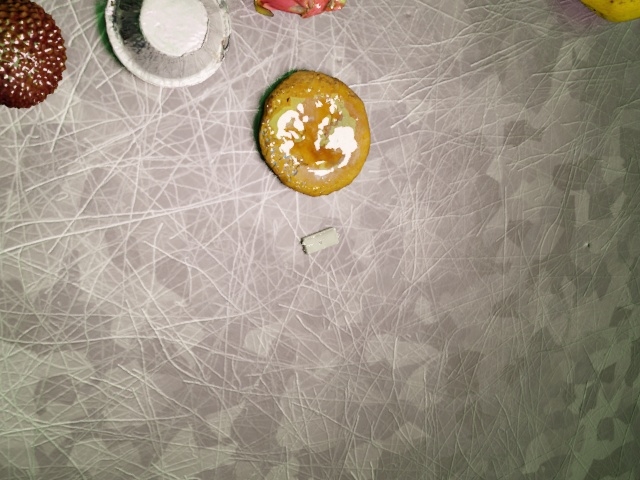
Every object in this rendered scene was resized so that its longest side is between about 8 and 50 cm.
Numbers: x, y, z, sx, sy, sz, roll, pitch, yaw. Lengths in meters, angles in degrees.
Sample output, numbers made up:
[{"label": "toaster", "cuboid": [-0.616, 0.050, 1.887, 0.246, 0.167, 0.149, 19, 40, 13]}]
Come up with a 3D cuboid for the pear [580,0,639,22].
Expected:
[{"label": "pear", "cuboid": [0.728, -0.652, 1.460, 0.295, 0.294, 0.293, -5, 102, -23]}]

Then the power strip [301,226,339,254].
[{"label": "power strip", "cuboid": [0.000, 0.000, 1.408, 0.090, 0.016, 0.040, -21, 107, -19]}]

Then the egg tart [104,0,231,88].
[{"label": "egg tart", "cuboid": [-0.278, -0.400, 1.169, 0.234, 0.094, 0.233, -4, 101, -20]}]

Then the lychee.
[{"label": "lychee", "cuboid": [-0.513, -0.315, 1.042, 0.188, 0.188, 0.187, -5, 102, -23]}]

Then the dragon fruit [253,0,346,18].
[{"label": "dragon fruit", "cuboid": [-0.041, -0.531, 1.183, 0.224, 0.224, 0.226, -22, 103, -18]}]

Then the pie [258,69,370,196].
[{"label": "pie", "cuboid": [-0.011, -0.223, 1.333, 0.274, 0.069, 0.273, -3, 101, -18]}]
